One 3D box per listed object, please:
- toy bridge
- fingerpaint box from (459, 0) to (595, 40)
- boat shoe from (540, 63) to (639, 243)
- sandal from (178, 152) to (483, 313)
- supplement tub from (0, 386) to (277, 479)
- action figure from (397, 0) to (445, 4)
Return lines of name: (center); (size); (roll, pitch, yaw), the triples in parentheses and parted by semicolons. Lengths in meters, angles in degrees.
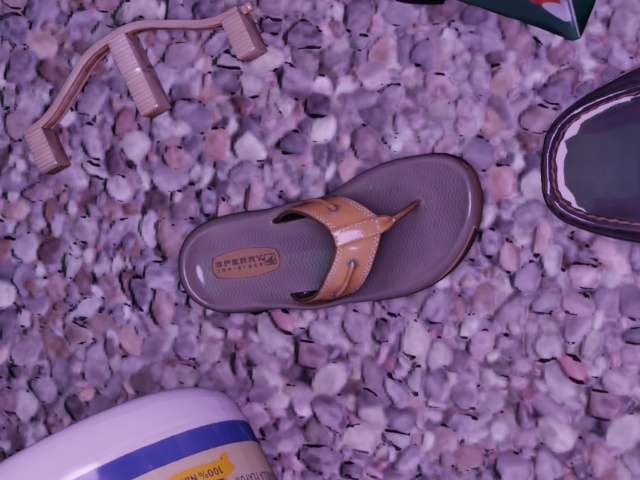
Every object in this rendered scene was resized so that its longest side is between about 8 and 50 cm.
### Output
toy bridge: (-0.124, -0.115, 1.242); (0.188, 0.026, 0.063); (-28, 81, 18)
fingerpaint box: (0.055, -0.390, 1.027); (0.371, 0.163, 0.445); (22, 79, 19)
boat shoe: (0.293, -0.063, 1.038); (0.355, 0.130, 0.132); (-6, 89, 20)
sandal: (0.000, 0.000, 1.183); (0.219, 0.060, 0.090); (-9, 89, 20)
supplement tub: (-0.088, 0.274, 1.122); (0.228, 0.228, 0.316); (-33, 76, 18)
action figure: (0.052, -0.293, 1.138); (0.185, 0.099, 0.285); (6, 91, 25)
